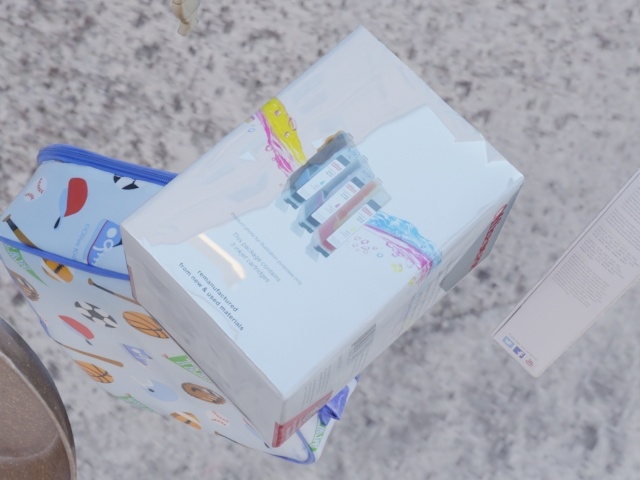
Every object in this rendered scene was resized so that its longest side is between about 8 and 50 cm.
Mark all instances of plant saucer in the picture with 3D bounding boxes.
[{"bbox_3d":[-0.210,0.076,0.757,0.036,0.199,0.198,-58,136,-41],"label":"plant saucer"}]

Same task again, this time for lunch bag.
[{"bbox_3d":[-0.099,0.058,1.101,0.115,0.243,0.303,-63,148,-23],"label":"lunch bag"}]

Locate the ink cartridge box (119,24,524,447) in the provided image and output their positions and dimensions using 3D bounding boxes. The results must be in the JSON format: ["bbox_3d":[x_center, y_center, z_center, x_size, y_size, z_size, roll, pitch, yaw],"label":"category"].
[{"bbox_3d":[0.000,0.000,0.771,0.176,0.127,0.128,-40,167,-16],"label":"ink cartridge box"}]

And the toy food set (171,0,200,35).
[{"bbox_3d":[-0.065,-0.182,0.883,0.078,0.019,0.122,-55,168,-18],"label":"toy food set"}]

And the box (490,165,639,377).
[{"bbox_3d":[0.268,-0.045,1.064,0.232,0.058,0.322,-42,171,-32],"label":"box"}]
